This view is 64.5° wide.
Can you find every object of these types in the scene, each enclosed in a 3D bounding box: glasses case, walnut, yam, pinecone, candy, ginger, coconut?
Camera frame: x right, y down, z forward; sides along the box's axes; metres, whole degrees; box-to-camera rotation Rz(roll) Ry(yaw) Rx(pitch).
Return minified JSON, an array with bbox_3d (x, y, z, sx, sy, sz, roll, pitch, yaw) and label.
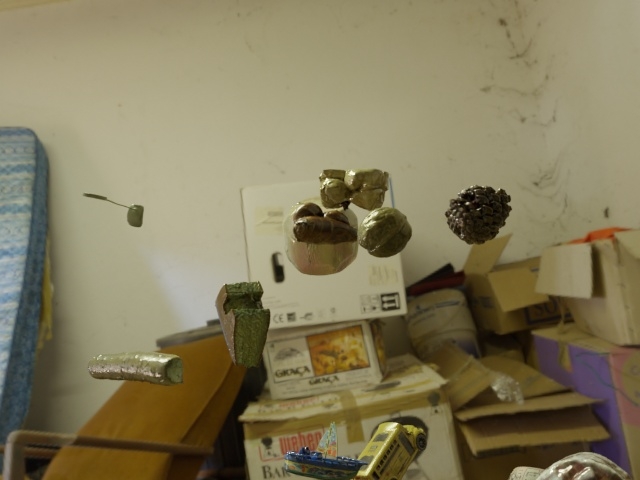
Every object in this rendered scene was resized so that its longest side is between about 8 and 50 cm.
[{"bbox_3d":[0.677,0.800,1.642,0.075,0.122,0.314,22,-21,8],"label":"glasses case"},{"bbox_3d":[0.106,-0.013,0.845,0.091,0.092,0.092,-10,-4,-1],"label":"walnut"},{"bbox_3d":[-0.468,0.317,1.271,0.371,0.083,0.083,-8,-2,38],"label":"yam"},{"bbox_3d":[0.495,-0.087,1.580,0.204,0.179,0.184,-39,-8,-8],"label":"pinecone"},{"bbox_3d":[0.668,0.680,1.308,0.157,0.214,0.290,9,-56,-51],"label":"candy"},{"bbox_3d":[0.006,-0.033,1.160,0.161,0.103,0.073,9,-49,-23],"label":"ginger"},{"bbox_3d":[-0.002,0.000,1.484,0.226,0.231,0.227,-2,30,1],"label":"coconut"}]

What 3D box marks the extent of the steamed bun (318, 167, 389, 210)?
[{"bbox_3d":[0.084,-0.122,1.274,0.177,0.106,0.192,-1,-2,7],"label":"steamed bun"}]

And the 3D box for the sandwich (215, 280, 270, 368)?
[{"bbox_3d":[-0.219,0.239,1.471,0.122,0.236,0.128,4,-47,-34],"label":"sandwich"}]

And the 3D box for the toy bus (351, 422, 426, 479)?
[{"bbox_3d":[0.245,0.773,1.825,0.145,0.151,0.331,-28,7,45],"label":"toy bus"}]

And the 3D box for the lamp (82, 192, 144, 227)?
[{"bbox_3d":[-0.475,-0.072,1.171,0.050,0.056,0.198,11,-4,14],"label":"lamp"}]

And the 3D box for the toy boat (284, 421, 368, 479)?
[{"bbox_3d":[0.014,0.421,1.018,0.174,0.110,0.091,0,-18,25],"label":"toy boat"}]
